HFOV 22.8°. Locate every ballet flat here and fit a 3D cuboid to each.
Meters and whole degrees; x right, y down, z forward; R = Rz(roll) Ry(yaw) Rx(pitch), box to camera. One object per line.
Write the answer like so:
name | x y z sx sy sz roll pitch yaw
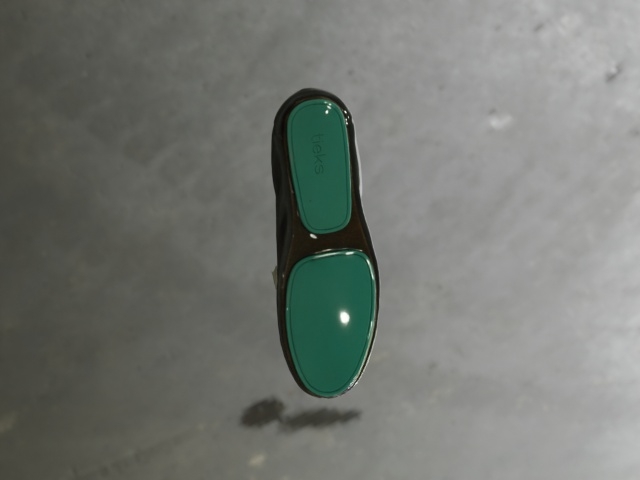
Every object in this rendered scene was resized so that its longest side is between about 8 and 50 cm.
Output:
ballet flat | 0.000 0.000 1.045 0.074 0.074 0.203 -8 99 -26
